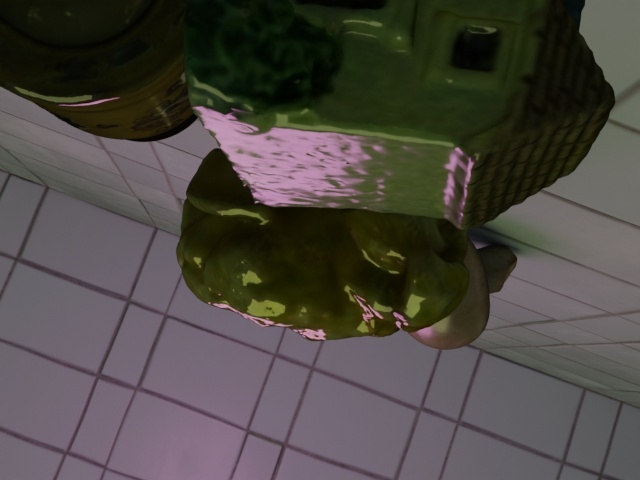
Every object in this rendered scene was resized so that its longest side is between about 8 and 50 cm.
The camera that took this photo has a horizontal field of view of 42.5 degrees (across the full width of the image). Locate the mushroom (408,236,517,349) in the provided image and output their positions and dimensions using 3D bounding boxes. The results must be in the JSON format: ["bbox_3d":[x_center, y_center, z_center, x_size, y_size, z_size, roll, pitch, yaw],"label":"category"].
[{"bbox_3d":[0.202,0.059,1.251,0.204,0.204,0.204,20,170,3],"label":"mushroom"}]

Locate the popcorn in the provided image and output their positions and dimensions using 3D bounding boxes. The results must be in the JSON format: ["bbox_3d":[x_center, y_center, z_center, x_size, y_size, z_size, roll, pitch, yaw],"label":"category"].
[{"bbox_3d":[0.002,0.010,0.967,0.333,0.292,0.294,-6,128,7],"label":"popcorn"}]

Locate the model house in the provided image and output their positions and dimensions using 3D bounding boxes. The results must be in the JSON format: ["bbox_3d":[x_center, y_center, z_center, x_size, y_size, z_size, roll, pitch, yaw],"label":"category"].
[{"bbox_3d":[0.058,-0.125,0.423,0.189,0.214,0.195,11,163,9],"label":"model house"}]

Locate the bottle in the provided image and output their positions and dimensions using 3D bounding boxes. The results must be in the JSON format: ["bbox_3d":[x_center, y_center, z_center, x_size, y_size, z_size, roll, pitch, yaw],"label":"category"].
[{"bbox_3d":[-0.157,-0.160,0.646,0.171,0.172,0.351,21,177,-3],"label":"bottle"}]
